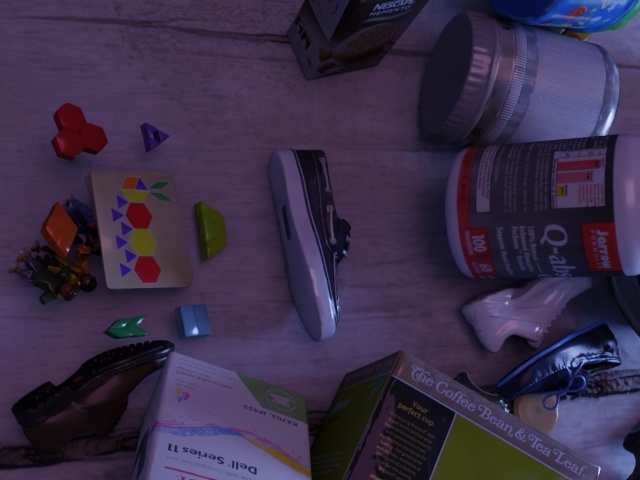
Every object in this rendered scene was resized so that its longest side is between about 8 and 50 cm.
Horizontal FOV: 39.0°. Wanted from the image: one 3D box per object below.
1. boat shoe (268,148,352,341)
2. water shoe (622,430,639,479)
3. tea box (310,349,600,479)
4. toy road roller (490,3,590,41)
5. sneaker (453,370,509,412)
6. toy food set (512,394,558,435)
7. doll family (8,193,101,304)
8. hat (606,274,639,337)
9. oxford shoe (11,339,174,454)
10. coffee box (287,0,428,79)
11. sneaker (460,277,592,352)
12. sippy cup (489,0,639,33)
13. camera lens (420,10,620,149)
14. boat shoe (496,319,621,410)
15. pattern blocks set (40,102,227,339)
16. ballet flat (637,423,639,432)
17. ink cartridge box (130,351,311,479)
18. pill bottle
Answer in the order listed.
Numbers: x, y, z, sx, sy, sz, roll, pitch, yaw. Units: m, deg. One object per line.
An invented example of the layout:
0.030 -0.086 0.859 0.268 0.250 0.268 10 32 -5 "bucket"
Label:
0.000 0.000 1.357 0.102 0.108 0.301 -6 68 -19 "boat shoe"
0.523 0.400 1.432 0.073 0.080 0.203 -6 91 -65 "water shoe"
0.143 0.376 1.215 0.329 0.220 0.323 32 66 -8 "tea box"
0.480 -0.505 1.607 0.202 0.240 0.329 46 64 0 "toy road roller"
0.270 0.271 1.379 0.192 0.064 0.086 34 55 -12 "sneaker"
0.339 0.269 1.428 0.082 0.020 0.083 17 68 -13 "toy food set"
-0.336 0.015 1.248 0.111 0.076 0.193 29 63 -3 "doll family"
0.574 0.065 1.518 0.331 0.134 0.331 5 78 -23 "hat"
-0.289 0.207 1.209 0.227 0.083 0.096 -29 106 -27 "oxford shoe"
0.059 -0.358 1.409 0.141 0.246 0.098 -17 79 -23 "coffee box"
0.342 0.117 1.452 0.232 0.090 0.115 -19 86 -14 "sneaker"
0.371 -0.430 1.400 0.224 0.305 0.240 -19 80 -41 "sippy cup"
0.328 -0.240 1.480 0.274 0.219 0.219 12 69 -15 "camera lens"
0.388 0.199 1.407 0.258 0.109 0.089 -20 74 -30 "boat shoe"
-0.253 -0.018 1.261 0.285 0.026 0.325 11 65 -39 "pattern blocks set"
0.603 0.293 1.492 0.188 0.070 0.070 -29 84 -21 "ballet flat"
-0.121 0.299 1.087 0.207 0.353 0.119 20 112 -12 "ink cartridge box"
0.387 -0.049 1.346 0.210 0.363 0.210 10 78 -62 "pill bottle"
